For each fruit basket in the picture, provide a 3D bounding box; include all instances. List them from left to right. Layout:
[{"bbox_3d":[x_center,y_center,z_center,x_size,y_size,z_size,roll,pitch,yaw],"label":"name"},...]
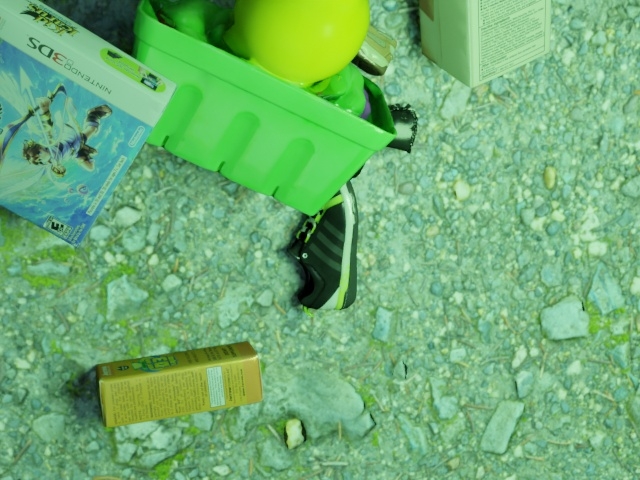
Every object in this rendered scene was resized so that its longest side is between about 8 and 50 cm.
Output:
[{"bbox_3d":[-0.057,-0.257,1.552,0.392,0.283,0.392,-2,115,-4],"label":"fruit basket"}]

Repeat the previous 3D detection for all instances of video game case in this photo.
[{"bbox_3d":[-0.348,-0.149,1.492,0.244,0.061,0.269,31,124,-11],"label":"video game case"}]

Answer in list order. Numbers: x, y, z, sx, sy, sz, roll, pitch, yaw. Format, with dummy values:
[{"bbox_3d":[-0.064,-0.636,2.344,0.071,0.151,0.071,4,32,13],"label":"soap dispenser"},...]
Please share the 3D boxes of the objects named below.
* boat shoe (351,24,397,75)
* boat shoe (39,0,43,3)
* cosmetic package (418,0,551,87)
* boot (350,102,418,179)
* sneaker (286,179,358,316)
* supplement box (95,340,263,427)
[{"bbox_3d":[0.030,-0.313,1.699,0.190,0.068,0.072,35,79,-29],"label":"boat shoe"},{"bbox_3d":[-0.415,-0.289,1.557,0.091,0.109,0.305,21,102,-19],"label":"boat shoe"},{"bbox_3d":[0.221,-0.380,1.627,0.153,0.129,0.296,-25,133,-21],"label":"cosmetic package"},{"bbox_3d":[0.088,-0.145,1.756,0.099,0.045,0.121,6,95,-14],"label":"boot"},{"bbox_3d":[0.000,0.000,1.744,0.097,0.084,0.235,-5,103,-13],"label":"sneaker"},{"bbox_3d":[-0.205,0.207,1.738,0.233,0.078,0.080,-10,104,-14],"label":"supplement box"}]
